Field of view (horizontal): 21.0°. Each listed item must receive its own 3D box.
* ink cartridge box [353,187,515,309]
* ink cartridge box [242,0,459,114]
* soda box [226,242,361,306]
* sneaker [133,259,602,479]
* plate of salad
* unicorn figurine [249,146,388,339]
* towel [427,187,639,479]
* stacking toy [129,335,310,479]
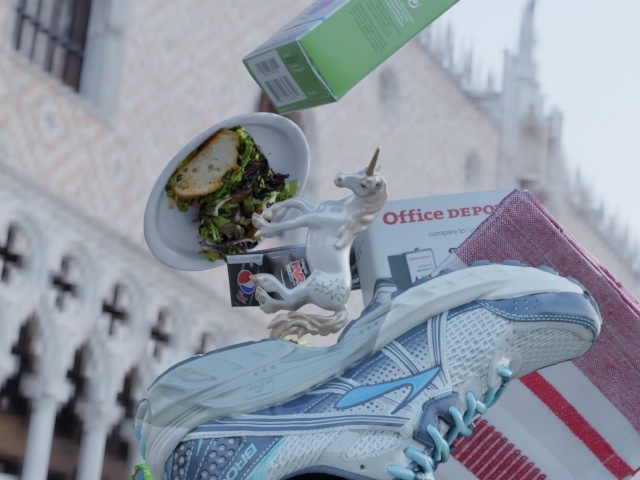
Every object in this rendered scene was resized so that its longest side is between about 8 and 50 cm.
[{"bbox_3d":[0.121,0.065,1.575,0.153,0.208,0.087,-7,-20,-10],"label":"ink cartridge box"},{"bbox_3d":[0.045,-0.192,1.433,0.062,0.209,0.109,55,-23,-14],"label":"ink cartridge box"},{"bbox_3d":[-0.013,0.030,1.722,0.060,0.053,0.169,-4,4,44],"label":"soda box"},{"bbox_3d":[0.042,0.109,1.000,0.283,0.122,0.110,-20,-33,-9],"label":"sneaker"},{"bbox_3d":[-0.089,-0.043,1.766,0.048,0.200,0.200,46,9,36],"label":"plate of salad"},{"bbox_3d":[0.000,0.000,1.395,0.111,0.162,0.060,1,11,11],"label":"unicorn figurine"},{"bbox_3d":[0.092,0.151,1.165,0.237,0.329,0.037,42,5,-29],"label":"towel"},{"bbox_3d":[-0.115,0.208,1.962,0.052,0.221,0.167,43,29,27],"label":"stacking toy"}]
